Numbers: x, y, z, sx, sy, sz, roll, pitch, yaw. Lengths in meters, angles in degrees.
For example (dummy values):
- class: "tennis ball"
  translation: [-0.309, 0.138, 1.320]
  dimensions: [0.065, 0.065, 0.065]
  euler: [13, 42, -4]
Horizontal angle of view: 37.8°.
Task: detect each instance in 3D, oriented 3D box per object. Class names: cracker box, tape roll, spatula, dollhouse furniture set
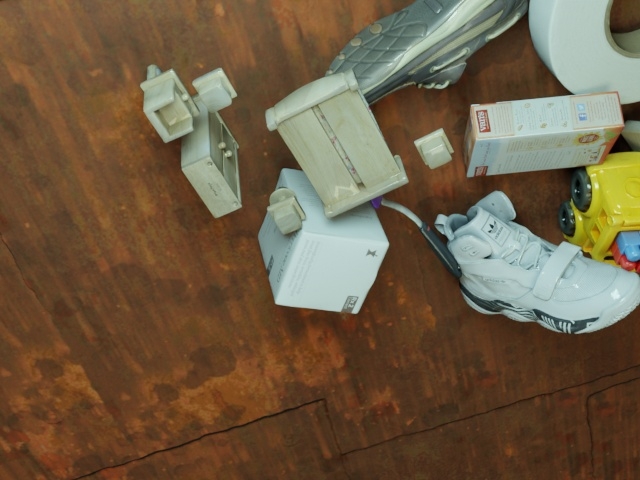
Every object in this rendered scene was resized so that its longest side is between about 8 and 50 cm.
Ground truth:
- class: "cracker box"
  translation: [0.352, -0.170, 1.510]
  dimensions: [0.232, 0.067, 0.156]
  euler: [-6, 162, 1]
- class: "tape roll"
  translation: [0.501, -0.382, 1.406]
  dimensions: [0.392, 0.072, 0.392]
  euler: [-14, 137, -14]
- class: "spatula"
  translation: [0.149, -0.037, 1.572]
  dimensions: [0.030, 0.084, 0.296]
  euler: [-33, 113, 32]
- class: "dollhouse furniture set"
  translation: [-0.032, -0.199, 1.365]
  dimensions: [0.355, 0.174, 0.303]
  euler: [-23, 130, 10]

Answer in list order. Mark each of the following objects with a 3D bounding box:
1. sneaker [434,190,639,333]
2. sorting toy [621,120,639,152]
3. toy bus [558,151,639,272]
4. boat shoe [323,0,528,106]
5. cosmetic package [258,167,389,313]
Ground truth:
- class: "sneaker"
  translation: [0.356, 0.036, 1.597]
  dimensions: [0.137, 0.366, 0.210]
  euler: [-52, 123, -25]
- class: "sorting toy"
  translation: [0.688, -0.136, 1.591]
  dimensions: [0.257, 0.255, 0.089]
  euler: [40, 76, -37]
- class: "toy bus"
  translation: [0.524, -0.015, 1.629]
  dimensions: [0.149, 0.211, 0.220]
  euler: [-5, 147, -6]
- class: "boat shoe"
  translation: [0.162, -0.282, 1.397]
  dimensions: [0.355, 0.132, 0.130]
  euler: [-34, 127, 14]
- class: "cosmetic package"
  translation: [0.000, 0.000, 1.541]
  dimensions: [0.151, 0.184, 0.151]
  euler: [8, 124, -20]
